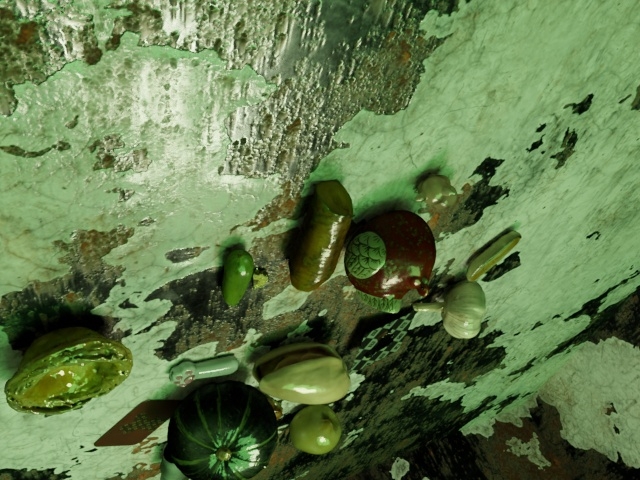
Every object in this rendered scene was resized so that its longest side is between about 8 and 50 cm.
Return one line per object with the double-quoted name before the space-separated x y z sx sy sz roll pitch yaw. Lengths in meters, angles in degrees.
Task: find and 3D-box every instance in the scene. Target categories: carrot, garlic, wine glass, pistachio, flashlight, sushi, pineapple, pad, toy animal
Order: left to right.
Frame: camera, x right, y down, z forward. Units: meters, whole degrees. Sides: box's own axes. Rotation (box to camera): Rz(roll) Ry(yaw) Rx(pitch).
"pad" -0.538 0.548 2.001 0.267 0.004 0.181 -41 147 22
"wine glass" -0.492 0.761 2.263 0.103 0.103 0.231 -14 145 -23
"flashlight" -0.319 0.361 1.853 0.200 0.047 0.093 -4 142 -34
"pineapple" -0.145 0.092 1.618 0.045 0.019 0.083 -15 149 -10
"pistachio" -0.051 0.396 1.985 0.318 0.193 0.214 6 125 -29
"carrot" 0.000 0.000 1.510 0.114 0.114 0.302 -11 144 -28
"sushi" 0.191 0.320 2.200 0.231 0.047 0.219 -19 143 -33
"toy animal" 0.284 -0.113 1.596 0.083 0.089 0.150 -45 155 20
"garlic" 0.412 0.213 2.166 0.226 0.199 0.199 8 146 4

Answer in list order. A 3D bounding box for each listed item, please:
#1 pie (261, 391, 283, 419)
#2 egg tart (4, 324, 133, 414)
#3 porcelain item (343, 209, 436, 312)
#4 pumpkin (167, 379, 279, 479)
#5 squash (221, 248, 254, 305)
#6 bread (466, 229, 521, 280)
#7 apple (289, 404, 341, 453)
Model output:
"pie" -0.285 0.591 2.192 0.308 0.085 0.308 -16 146 -11
"egg tart" -0.555 0.283 1.472 0.288 0.118 0.288 -23 150 -14
"porcelain item" 0.185 0.058 1.628 0.253 0.253 0.253 -21 149 -13
"pumpkin" -0.283 0.562 1.956 0.323 0.241 0.323 -2 113 -4
"squash" -0.191 0.089 1.527 0.066 0.066 0.201 -14 147 -24
"bread" 0.524 0.042 2.056 0.214 0.053 0.073 -44 151 20
"apple" -0.019 0.701 2.488 0.200 0.200 0.200 -21 149 -13
